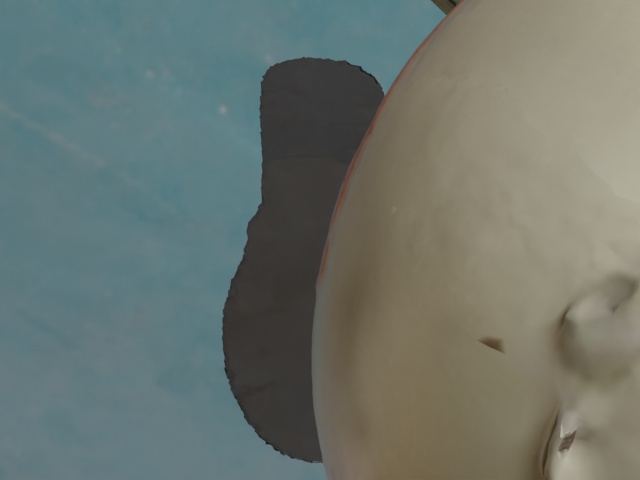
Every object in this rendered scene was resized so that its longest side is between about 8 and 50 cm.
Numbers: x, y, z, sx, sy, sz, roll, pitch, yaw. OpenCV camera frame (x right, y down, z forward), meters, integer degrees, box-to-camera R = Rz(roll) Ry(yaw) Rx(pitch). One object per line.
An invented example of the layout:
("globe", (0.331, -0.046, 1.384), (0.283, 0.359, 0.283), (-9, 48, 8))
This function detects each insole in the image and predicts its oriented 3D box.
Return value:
("insole", (0.000, 0.000, 1.069), (0.109, 0.322, 0.007), (5, 135, -6))

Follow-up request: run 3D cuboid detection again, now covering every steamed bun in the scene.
("steamed bun", (0.141, 0.008, 0.749), (0.241, 0.374, 0.374), (36, 150, 27))

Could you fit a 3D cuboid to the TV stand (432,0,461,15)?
("TV stand", (0.138, -0.134, 1.249), (0.256, 0.049, 0.040), (42, 109, -16))
